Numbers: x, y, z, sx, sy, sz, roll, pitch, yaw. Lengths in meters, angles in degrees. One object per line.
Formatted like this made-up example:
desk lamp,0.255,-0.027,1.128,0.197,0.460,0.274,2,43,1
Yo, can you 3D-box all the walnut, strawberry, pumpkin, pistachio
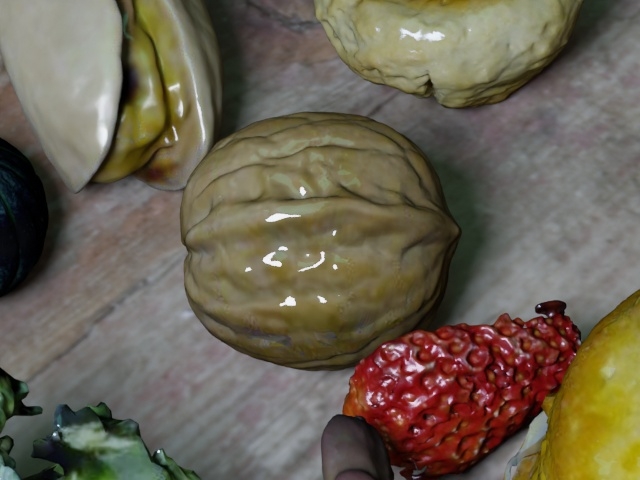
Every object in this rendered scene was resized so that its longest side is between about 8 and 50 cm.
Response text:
walnut,0.000,0.000,1.178,0.213,0.213,0.213,-5,52,6
strawberry,0.107,0.109,1.116,0.188,0.121,0.082,-17,57,-7
pumpkin,-0.312,-0.025,1.268,0.194,0.150,0.194,2,56,-3
pistachio,-0.189,-0.167,1.357,0.187,0.187,0.299,-16,58,-3

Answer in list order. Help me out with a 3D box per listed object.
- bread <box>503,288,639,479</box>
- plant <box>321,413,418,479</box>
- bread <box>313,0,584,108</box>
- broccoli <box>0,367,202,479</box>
bread,0.299,0.161,0.995,0.337,0.204,0.358,-31,52,-20
plant,0.034,0.245,0.961,0.234,0.178,0.204,29,99,36
bread,0.112,-0.207,1.354,0.244,0.134,0.244,-6,49,6
broccoli,-0.239,0.217,0.972,0.317,0.338,0.277,-16,60,-22
